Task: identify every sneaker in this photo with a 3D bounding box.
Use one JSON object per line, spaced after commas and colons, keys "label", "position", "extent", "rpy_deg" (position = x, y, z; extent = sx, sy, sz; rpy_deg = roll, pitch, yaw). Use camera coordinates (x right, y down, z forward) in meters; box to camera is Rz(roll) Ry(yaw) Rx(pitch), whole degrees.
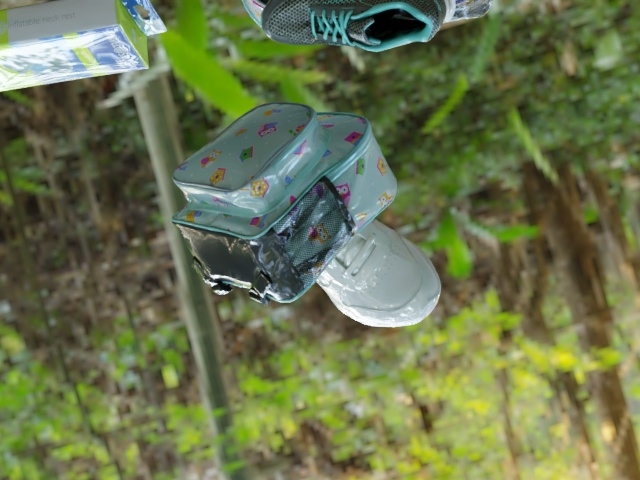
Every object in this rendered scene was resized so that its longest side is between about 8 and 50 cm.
{"label": "sneaker", "position": [0.028, -0.188, 1.363], "extent": [0.166, 0.065, 0.076], "rpy_deg": [-6, -152, 12]}
{"label": "sneaker", "position": [0.000, 0.000, 1.872], "extent": [0.114, 0.305, 0.152], "rpy_deg": [-57, 153, 2]}

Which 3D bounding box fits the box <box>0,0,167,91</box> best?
{"label": "box", "position": [-0.242, -0.189, 1.536], "extent": [0.178, 0.042, 0.109], "rpy_deg": [-8, 163, 7]}

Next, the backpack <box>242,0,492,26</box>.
{"label": "backpack", "position": [0.031, -0.303, 1.557], "extent": [0.253, 0.225, 0.191], "rpy_deg": [-9, 173, -2]}

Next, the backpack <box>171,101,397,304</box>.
{"label": "backpack", "position": [-0.030, -0.048, 1.499], "extent": [0.188, 0.144, 0.166], "rpy_deg": [-35, -156, -28]}
